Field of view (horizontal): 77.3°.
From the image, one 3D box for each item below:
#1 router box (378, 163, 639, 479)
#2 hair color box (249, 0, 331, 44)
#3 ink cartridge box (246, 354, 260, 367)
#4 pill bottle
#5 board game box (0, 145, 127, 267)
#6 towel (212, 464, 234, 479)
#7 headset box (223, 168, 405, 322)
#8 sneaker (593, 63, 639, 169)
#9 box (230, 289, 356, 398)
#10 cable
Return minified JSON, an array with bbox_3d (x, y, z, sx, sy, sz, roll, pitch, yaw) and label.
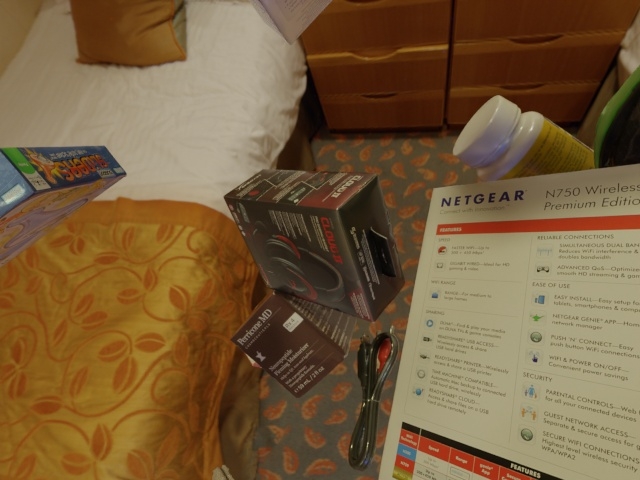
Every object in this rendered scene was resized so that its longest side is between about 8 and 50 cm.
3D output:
[{"bbox_3d":[0.229,0.092,0.305,0.336,0.082,0.300,0,69,45],"label":"router box"},{"bbox_3d":[-0.087,-0.539,0.707,0.185,0.339,0.110,-44,71,7],"label":"hair color box"},{"bbox_3d":[-0.135,0.348,1.273,0.115,0.198,0.067,-47,54,2],"label":"ink cartridge box"},{"bbox_3d":[0.306,-0.108,0.576,0.209,0.119,0.119,32,73,-6],"label":"pill bottle"},{"bbox_3d":[-0.272,-0.004,0.321,0.201,0.136,0.035,-34,102,7],"label":"board game box"},{"bbox_3d":[-0.236,0.760,1.048,0.282,0.049,0.186,26,103,50],"label":"towel"},{"bbox_3d":[0.000,0.000,0.679,0.294,0.217,0.110,11,43,41],"label":"headset box"},{"bbox_3d":[0.418,0.000,0.430,0.186,0.482,0.202,-15,27,-5],"label":"sneaker"},{"bbox_3d":[-0.054,0.202,0.910,0.203,0.167,0.168,41,112,-2],"label":"box"},{"bbox_3d":[0.118,0.304,0.810,0.139,0.072,0.287,-38,37,43],"label":"cable"}]
